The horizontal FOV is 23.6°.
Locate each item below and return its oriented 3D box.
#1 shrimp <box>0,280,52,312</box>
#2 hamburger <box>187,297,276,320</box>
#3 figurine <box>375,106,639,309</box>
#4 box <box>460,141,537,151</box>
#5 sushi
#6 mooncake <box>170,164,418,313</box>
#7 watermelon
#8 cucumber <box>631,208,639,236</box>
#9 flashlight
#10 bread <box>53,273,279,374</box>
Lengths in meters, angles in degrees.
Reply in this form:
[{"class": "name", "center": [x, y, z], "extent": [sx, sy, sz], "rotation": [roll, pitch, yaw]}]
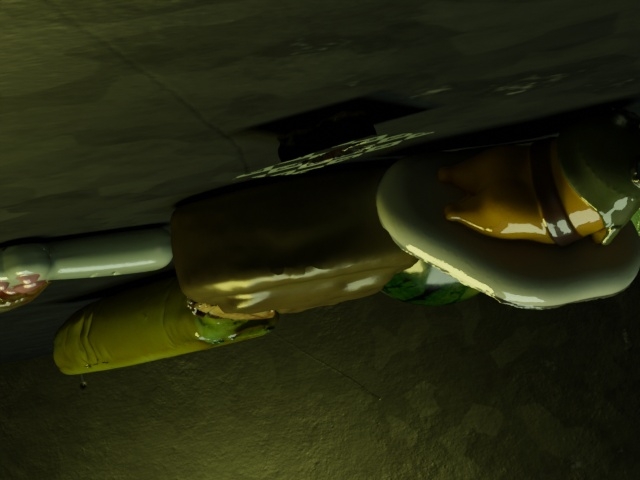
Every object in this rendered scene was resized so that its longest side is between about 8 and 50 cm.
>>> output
[{"class": "shrimp", "center": [-0.355, 0.060, 1.603], "extent": [0.152, 0.063, 0.287], "rotation": [-12, 178, -12]}, {"class": "hamburger", "center": [-0.088, 0.052, 1.908], "extent": [0.102, 0.087, 0.176], "rotation": [-8, 168, 22]}, {"class": "figurine", "center": [0.187, -0.046, 1.299], "extent": [0.250, 0.166, 0.141], "rotation": [4, 147, -19]}, {"class": "box", "center": [0.171, -0.073, 1.453], "extent": [0.133, 0.023, 0.090], "rotation": [-8, 176, -25]}, {"class": "sushi", "center": [0.007, -0.073, 1.105], "extent": [0.120, 0.026, 0.126], "rotation": [-16, 177, 25]}, {"class": "mooncake", "center": [-0.011, 0.003, 1.423], "extent": [0.235, 0.117, 0.235], "rotation": [-8, 174, -1]}, {"class": "watermelon", "center": [0.127, 0.009, 1.691], "extent": [0.204, 0.127, 0.232], "rotation": [-4, 175, -32]}, {"class": "cucumber", "center": [0.326, -0.028, 1.930], "extent": [0.244, 0.115, 0.063], "rotation": [-13, -147, 48]}, {"class": "flashlight", "center": [-0.238, 0.021, 1.498], "extent": [0.200, 0.047, 0.093], "rotation": [-7, 174, -29]}, {"class": "bread", "center": [-0.225, 0.110, 2.141], "extent": [0.166, 0.112, 0.383], "rotation": [-10, 176, -44]}]
